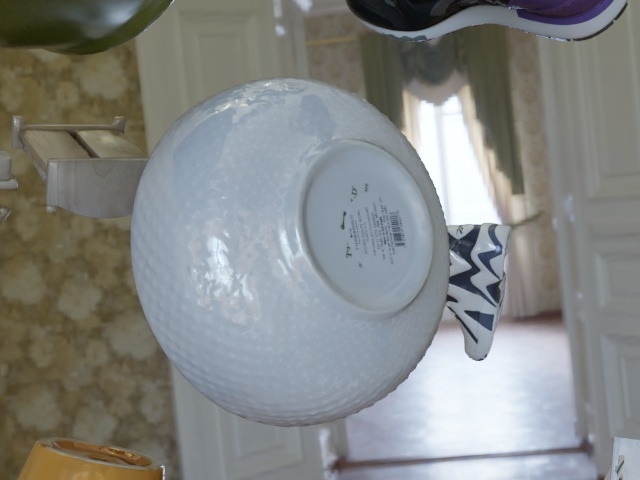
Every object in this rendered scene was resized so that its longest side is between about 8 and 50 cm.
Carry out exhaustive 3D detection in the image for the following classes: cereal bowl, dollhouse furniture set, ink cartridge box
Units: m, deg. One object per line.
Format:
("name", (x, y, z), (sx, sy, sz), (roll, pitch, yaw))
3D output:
("cereal bowl", (0.000, 0.000, 1.037), (0.339, 0.339, 0.141), (-7, -7, -38))
("dollhouse furniture set", (-0.329, -0.058, 1.336), (0.356, 0.173, 0.303), (-2, 21, -25))
("ink cartridge box", (0.326, 0.217, 1.011), (0.115, 0.062, 0.029), (3, -12, 26))

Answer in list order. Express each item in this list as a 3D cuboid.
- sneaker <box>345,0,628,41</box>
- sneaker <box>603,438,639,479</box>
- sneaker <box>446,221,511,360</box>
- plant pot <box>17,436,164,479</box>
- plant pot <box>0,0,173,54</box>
("sneaker", (0.115, -0.244, 0.937), (0.283, 0.107, 0.124), (9, -17, 43))
("sneaker", (0.414, 0.368, 1.422), (0.321, 0.126, 0.127), (-36, 18, -35))
("sneaker", (0.188, 0.068, 1.609), (0.153, 0.235, 0.094), (12, 44, 14))
("plant pot", (-0.235, 0.297, 1.074), (0.205, 0.188, 0.205), (12, -4, 1))
("plant pot", (-0.273, -0.307, 0.899), (0.367, 0.366, 0.353), (-6, -7, 19))
